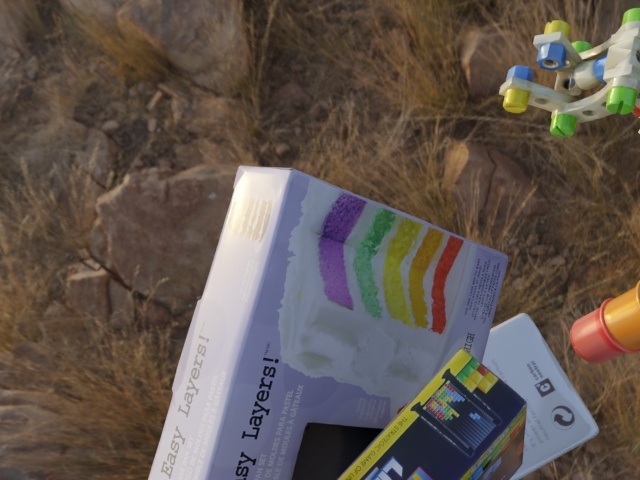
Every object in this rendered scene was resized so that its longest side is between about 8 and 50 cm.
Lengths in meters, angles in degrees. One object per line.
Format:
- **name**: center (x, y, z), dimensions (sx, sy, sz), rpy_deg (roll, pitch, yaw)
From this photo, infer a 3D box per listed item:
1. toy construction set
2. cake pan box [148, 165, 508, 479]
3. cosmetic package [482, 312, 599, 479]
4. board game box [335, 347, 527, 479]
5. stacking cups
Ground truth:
- **toy construction set**: center (0.406, -0.174, 0.845), dimensions (0.215, 0.327, 0.151), rpy_deg (-3, 83, 55)
- **cake pan box**: center (0.016, 0.105, 0.498), dimensions (0.070, 0.245, 0.267), rpy_deg (11, 83, 52)
- **cosmetic package**: center (0.077, 0.278, 0.844), dimensions (0.452, 0.230, 0.162), rpy_deg (-26, 73, -10)
- **board game box**: center (0.045, 0.159, 0.387), dimensions (0.170, 0.141, 0.048), rpy_deg (-44, 58, -11)
- **stacking cups**: center (0.417, 0.067, 0.785), dimensions (0.316, 0.095, 0.096), rpy_deg (-47, 47, 49)
